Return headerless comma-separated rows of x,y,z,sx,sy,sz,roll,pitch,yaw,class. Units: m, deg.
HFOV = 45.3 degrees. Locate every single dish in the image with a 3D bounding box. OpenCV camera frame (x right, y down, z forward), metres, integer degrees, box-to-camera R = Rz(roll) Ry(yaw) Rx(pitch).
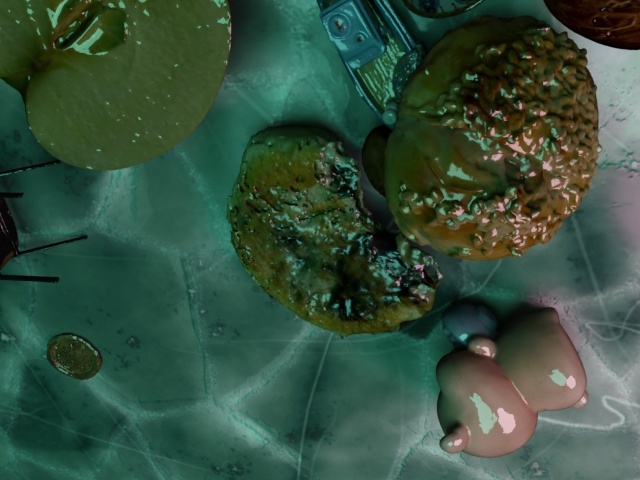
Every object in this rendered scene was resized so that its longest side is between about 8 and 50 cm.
0.154,-0.353,0.947,0.141,0.078,0.141,-11,150,-6,dish

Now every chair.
-0.535,-0.027,1.255,0.247,0.172,0.159,-7,119,10,chair

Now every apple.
-0.286,-0.284,0.969,0.360,0.320,0.312,-32,69,23,apple

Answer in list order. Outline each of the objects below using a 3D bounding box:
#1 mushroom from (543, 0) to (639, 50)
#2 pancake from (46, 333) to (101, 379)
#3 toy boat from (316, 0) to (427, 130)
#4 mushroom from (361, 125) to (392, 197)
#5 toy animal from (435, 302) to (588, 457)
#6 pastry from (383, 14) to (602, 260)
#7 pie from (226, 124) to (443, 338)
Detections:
0.358,-0.300,0.809,0.278,0.297,0.163,-9,85,56,mushroom
-0.471,0.221,1.461,0.115,0.011,0.115,5,119,9,pancake
0.080,-0.234,1.012,0.109,0.098,0.238,-23,112,28,toy boat
0.109,-0.108,1.063,0.087,0.127,0.127,-33,108,23,mushroom
0.291,0.214,1.165,0.221,0.210,0.229,1,83,19,toy animal
0.227,-0.118,0.941,0.284,0.184,0.316,21,97,-26,pastry
0.000,0.000,1.160,0.296,0.078,0.371,-33,102,40,pie
